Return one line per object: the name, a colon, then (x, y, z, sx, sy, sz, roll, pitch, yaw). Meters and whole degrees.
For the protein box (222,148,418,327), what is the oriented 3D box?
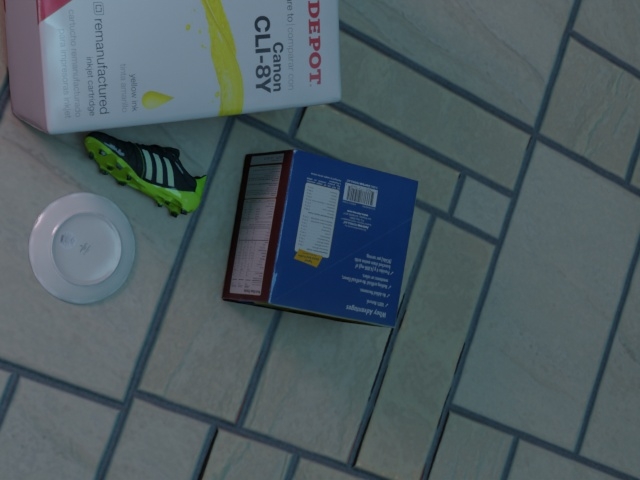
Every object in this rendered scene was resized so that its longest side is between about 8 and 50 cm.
protein box: (0.000, 0.000, 1.756, 0.200, 0.136, 0.201, 12, 84, -30)

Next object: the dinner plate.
dinner plate: (-0.296, 0.010, 1.656, 0.141, 0.017, 0.141, 0, 89, -29)

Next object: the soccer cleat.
soccer cleat: (-0.222, -0.098, 1.678, 0.179, 0.060, 0.072, 35, 64, -32)

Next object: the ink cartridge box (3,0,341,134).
ink cartridge box: (-0.175, -0.292, 1.598, 0.385, 0.160, 0.279, -9, 107, -27)
